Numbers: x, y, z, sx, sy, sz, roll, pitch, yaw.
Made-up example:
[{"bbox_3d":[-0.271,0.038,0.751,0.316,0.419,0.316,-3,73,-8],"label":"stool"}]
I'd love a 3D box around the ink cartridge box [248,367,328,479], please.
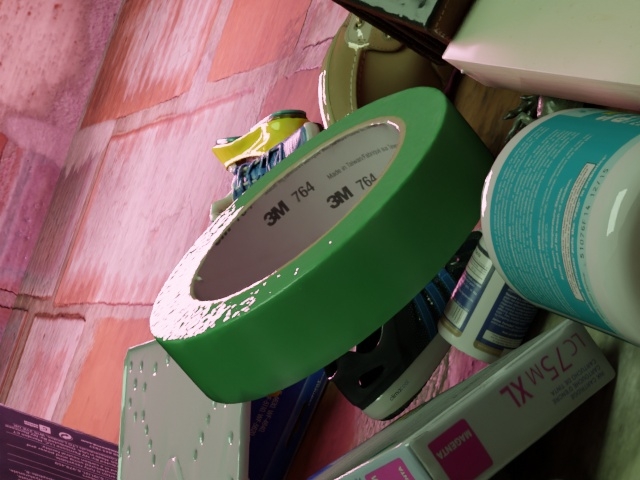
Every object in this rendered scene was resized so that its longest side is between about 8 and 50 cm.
[{"bbox_3d":[-0.082,0.146,1.903,0.165,0.065,0.332,-66,20,6],"label":"ink cartridge box"}]

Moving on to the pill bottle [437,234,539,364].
[{"bbox_3d":[0.146,0.032,1.383,0.120,0.067,0.067,-64,19,15],"label":"pill bottle"}]

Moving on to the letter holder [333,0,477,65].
[{"bbox_3d":[0.170,-0.300,1.560,0.152,0.214,0.302,27,92,43],"label":"letter holder"}]

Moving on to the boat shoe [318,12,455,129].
[{"bbox_3d":[0.081,-0.205,1.731,0.110,0.121,0.341,-49,26,47],"label":"boat shoe"}]

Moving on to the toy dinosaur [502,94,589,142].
[{"bbox_3d":[0.198,-0.141,1.447,0.268,0.064,0.118,-66,22,-7],"label":"toy dinosaur"}]

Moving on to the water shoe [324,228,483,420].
[{"bbox_3d":[0.079,0.053,1.459,0.203,0.080,0.073,-56,10,-30],"label":"water shoe"}]

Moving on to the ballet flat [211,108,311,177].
[{"bbox_3d":[-0.074,-0.101,2.136,0.231,0.077,0.077,163,103,-65],"label":"ballet flat"}]

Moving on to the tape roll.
[{"bbox_3d":[0.000,0.000,1.500,0.321,0.077,0.321,-37,17,14],"label":"tape roll"}]

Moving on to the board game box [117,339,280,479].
[{"bbox_3d":[-0.129,0.286,1.762,0.390,0.050,0.390,159,114,-66],"label":"board game box"}]

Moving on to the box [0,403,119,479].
[{"bbox_3d":[-0.356,0.433,2.122,0.293,0.212,0.395,-63,20,15],"label":"box"}]

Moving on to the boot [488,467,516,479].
[{"bbox_3d":[0.116,0.224,1.315,0.087,0.042,0.118,-141,74,-77],"label":"boot"}]

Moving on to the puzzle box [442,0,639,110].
[{"bbox_3d":[0.253,-0.224,1.282,0.272,0.052,0.409,-60,22,-2],"label":"puzzle box"}]

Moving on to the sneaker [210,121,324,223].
[{"bbox_3d":[-0.056,-0.062,2.001,0.211,0.081,0.080,-52,36,46],"label":"sneaker"}]

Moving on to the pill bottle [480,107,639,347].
[{"bbox_3d":[0.198,-0.012,1.164,0.146,0.146,0.264,-69,19,1],"label":"pill bottle"}]

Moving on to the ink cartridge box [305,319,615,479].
[{"bbox_3d":[0.066,0.168,1.321,0.186,0.065,0.311,-32,-2,-34],"label":"ink cartridge box"}]
